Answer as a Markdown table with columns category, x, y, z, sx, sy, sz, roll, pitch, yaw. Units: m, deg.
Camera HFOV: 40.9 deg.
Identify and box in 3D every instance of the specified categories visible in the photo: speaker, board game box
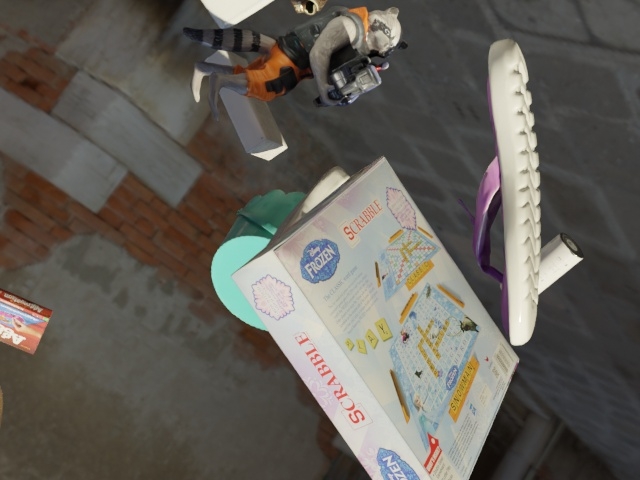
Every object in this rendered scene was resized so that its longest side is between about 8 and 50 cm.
| category | x | y | z | sx | sy | sz | roll | pitch | yaw |
| --- | --- | --- | --- | --- | --- | --- | --- | --- | --- |
| speaker | 0.358 | 0.050 | 1.395 | 0.055 | 0.136 | 0.055 | 32 | -150 | -21 |
| board game box | -0.708 | 0.136 | 1.778 | 0.281 | 0.027 | 0.145 | 26 | 134 | -12 |
| board game box | 0.083 | 0.093 | 0.965 | 0.318 | 0.066 | 0.318 | 56 | -148 | -5 |

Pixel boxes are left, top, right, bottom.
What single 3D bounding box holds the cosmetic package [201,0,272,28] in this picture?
| category | x | y | z | sx | sy | sz | roll | pitch | yaw |
| --- | --- | --- | --- | --- | --- | --- | --- | --- | --- |
| cosmetic package | -0.088 | -0.564 | 1.191 | 0.394 | 0.327 | 0.329 | 56 | -163 | -16 |

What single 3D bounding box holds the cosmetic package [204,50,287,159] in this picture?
| category | x | y | z | sx | sy | sz | roll | pitch | yaw |
| --- | --- | --- | --- | --- | --- | --- | --- | --- | --- |
| cosmetic package | -0.162 | -0.293 | 1.851 | 0.099 | 0.060 | 0.239 | 15 | -133 | -65 |

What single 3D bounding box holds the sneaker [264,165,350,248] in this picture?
| category | x | y | z | sx | sy | sz | roll | pitch | yaw |
| --- | --- | --- | --- | --- | --- | --- | --- | --- | --- |
| sneaker | 0.000 | 0.000 | 1.589 | 0.150 | 0.366 | 0.135 | 40 | 131 | -6 |

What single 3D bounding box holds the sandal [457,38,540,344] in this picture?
| category | x | y | z | sx | sy | sz | roll | pitch | yaw |
| --- | --- | --- | --- | --- | --- | --- | --- | --- | --- |
| sandal | 0.245 | -0.065 | 1.187 | 0.102 | 0.417 | 0.169 | -3 | 172 | 22 |

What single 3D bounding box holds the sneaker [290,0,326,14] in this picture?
| category | x | y | z | sx | sy | sz | roll | pitch | yaw |
| --- | --- | --- | --- | --- | --- | --- | --- | --- | --- |
| sneaker | -0.023 | -0.500 | 1.774 | 0.066 | 0.071 | 0.188 | -3 | -171 | 24 |

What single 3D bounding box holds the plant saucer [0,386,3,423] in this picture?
| category | x | y | z | sx | sy | sz | roll | pitch | yaw |
| --- | --- | --- | --- | --- | --- | --- | --- | --- | --- |
| plant saucer | -0.330 | 0.226 | 0.716 | 0.041 | 0.278 | 0.278 | 18 | 171 | -6 |

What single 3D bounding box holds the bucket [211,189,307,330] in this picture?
| category | x | y | z | sx | sy | sz | roll | pitch | yaw |
| --- | --- | --- | --- | --- | --- | --- | --- | --- | --- |
| bucket | -0.087 | 0.047 | 1.835 | 0.281 | 0.183 | 0.281 | 11 | 125 | 17 |

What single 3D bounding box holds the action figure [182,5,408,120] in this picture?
| category | x | y | z | sx | sy | sz | roll | pitch | yaw |
| --- | --- | --- | --- | --- | --- | --- | --- | --- | --- |
| action figure | -0.021 | -0.277 | 1.278 | 0.341 | 0.330 | 0.179 | -161 | 53 | -76 |
